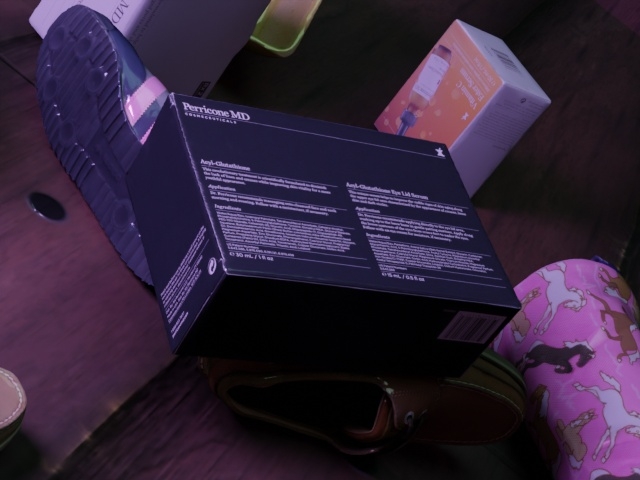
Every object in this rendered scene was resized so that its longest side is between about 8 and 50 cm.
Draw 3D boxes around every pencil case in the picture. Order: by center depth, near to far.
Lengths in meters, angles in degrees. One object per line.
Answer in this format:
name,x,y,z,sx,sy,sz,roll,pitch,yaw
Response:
pencil case,0.290,0.186,1.367,0.160,0.167,0.386,60,5,-41

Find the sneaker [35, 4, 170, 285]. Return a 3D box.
sneaker,-0.149,-0.075,1.308,0.131,0.112,0.319,13,40,-50

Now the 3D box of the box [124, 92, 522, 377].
box,0.000,0.000,1.143,0.261,0.103,0.184,8,46,-31

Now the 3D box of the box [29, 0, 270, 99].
box,-0.161,-0.246,1.486,0.119,0.181,0.182,49,27,24

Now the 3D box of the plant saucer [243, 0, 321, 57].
plant saucer,-0.134,-0.376,1.721,0.333,0.081,0.333,28,55,-3

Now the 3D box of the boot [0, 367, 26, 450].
boot,-0.231,0.068,0.859,0.213,0.165,0.077,-2,46,-52

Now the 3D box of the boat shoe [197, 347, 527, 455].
boat shoe,0.040,0.131,1.203,0.307,0.111,0.104,15,35,-22

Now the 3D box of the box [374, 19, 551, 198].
box,0.169,-0.154,1.776,0.091,0.170,0.130,15,32,-42
